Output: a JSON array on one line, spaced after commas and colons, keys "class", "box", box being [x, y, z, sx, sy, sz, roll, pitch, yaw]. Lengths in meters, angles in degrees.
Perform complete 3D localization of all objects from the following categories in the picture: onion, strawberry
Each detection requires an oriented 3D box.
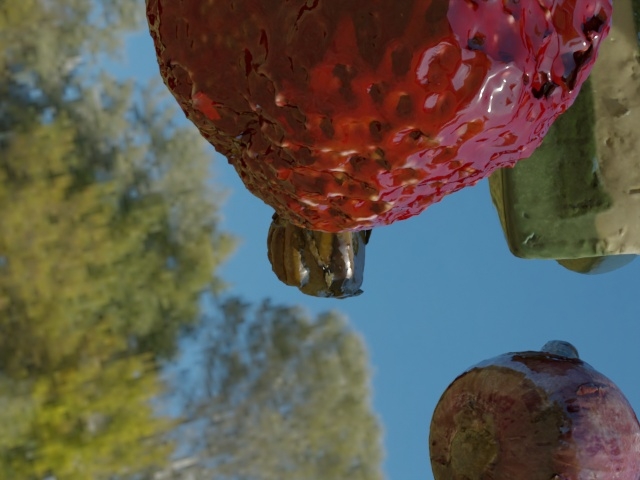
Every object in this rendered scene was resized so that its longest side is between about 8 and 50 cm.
[{"class": "onion", "box": [0.177, 0.158, 1.234, 0.159, 0.195, 0.160, -7, -100, 45]}, {"class": "strawberry", "box": [0.017, -0.126, 0.903, 0.277, 0.257, 0.257, -46, -121, 47]}]

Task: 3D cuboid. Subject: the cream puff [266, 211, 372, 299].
[{"class": "cream puff", "box": [0.000, 0.000, 1.606, 0.133, 0.104, 0.119, 73, 24, -63]}]

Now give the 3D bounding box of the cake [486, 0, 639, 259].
[{"class": "cake", "box": [0.220, -0.113, 1.336, 0.284, 0.158, 0.172, 85, 0, -46]}]

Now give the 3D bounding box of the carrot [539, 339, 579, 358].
[{"class": "carrot", "box": [0.250, 0.162, 1.819, 0.260, 0.070, 0.070, -33, 113, -71]}]

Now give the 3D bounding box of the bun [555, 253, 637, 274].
[{"class": "bun", "box": [0.286, -0.074, 1.699, 0.221, 0.108, 0.221, 168, -90, -74]}]
